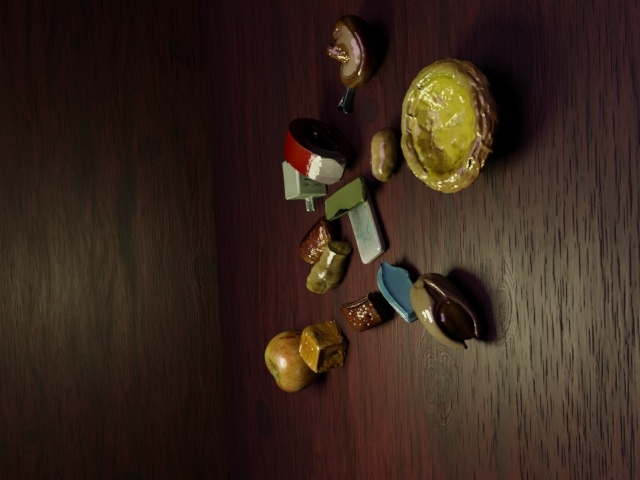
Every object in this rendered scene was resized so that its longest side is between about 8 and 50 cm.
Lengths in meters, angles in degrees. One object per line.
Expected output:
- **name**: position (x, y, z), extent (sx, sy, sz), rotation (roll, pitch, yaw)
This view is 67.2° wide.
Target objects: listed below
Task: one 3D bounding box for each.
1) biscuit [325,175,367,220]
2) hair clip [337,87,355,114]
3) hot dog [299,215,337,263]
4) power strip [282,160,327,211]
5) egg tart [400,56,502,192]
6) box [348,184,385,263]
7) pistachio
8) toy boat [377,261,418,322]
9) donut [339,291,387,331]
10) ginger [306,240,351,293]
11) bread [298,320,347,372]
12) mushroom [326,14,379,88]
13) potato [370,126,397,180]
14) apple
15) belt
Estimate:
- **biscuit**: position (0.089, -0.143, 1.750), extent (0.322, 0.038, 0.099), rotation (151, 116, -66)
- **hair clip**: position (0.113, -0.575, 1.739), extent (0.070, 0.039, 0.229), rotation (44, 126, 51)
- **hot dog**: position (-0.003, -0.002, 1.954), extent (0.227, 0.099, 0.160), rotation (-49, 51, 51)
- **power strip**: position (-0.064, -0.229, 1.996), extent (0.139, 0.140, 0.224), rotation (-8, 86, 61)
- **egg tart**: position (0.343, -0.288, 1.231), extent (0.345, 0.132, 0.345), rotation (11, 103, 62)
- **box**: position (0.155, -0.069, 1.713), extent (0.142, 0.044, 0.285), rotation (129, 130, -58)
- **pistachio**: position (0.336, 0.191, 1.314), extent (0.138, 0.153, 0.238), rotation (-41, 49, 7)
- **toy boat**: position (0.251, 0.160, 1.515), extent (0.238, 0.109, 0.098), rotation (59, 176, 41)
- **donut**: position (0.144, 0.256, 1.687), extent (0.187, 0.144, 0.126), rotation (-35, 82, 30)
- **ginger**: position (0.034, 0.113, 1.892), extent (0.116, 0.109, 0.263), rotation (60, 137, 36)
- **bread**: position (0.012, 0.424, 1.927), extent (0.143, 0.158, 0.149), rotation (49, 131, 51)
- **mushroom**: position (0.127, -0.630, 1.609), extent (0.194, 0.138, 0.231), rotation (18, 123, 42)
- **potato**: position (0.206, -0.276, 1.546), extent (0.107, 0.080, 0.170), rotation (16, 113, 60)
- **apple**: position (-0.105, 0.514, 2.089), extent (0.264, 0.264, 0.264), rotation (14, 106, 61)
- **belt**: position (-0.014, -0.334, 1.796), extent (0.324, 0.227, 0.115), rotation (-120, 35, -42)
